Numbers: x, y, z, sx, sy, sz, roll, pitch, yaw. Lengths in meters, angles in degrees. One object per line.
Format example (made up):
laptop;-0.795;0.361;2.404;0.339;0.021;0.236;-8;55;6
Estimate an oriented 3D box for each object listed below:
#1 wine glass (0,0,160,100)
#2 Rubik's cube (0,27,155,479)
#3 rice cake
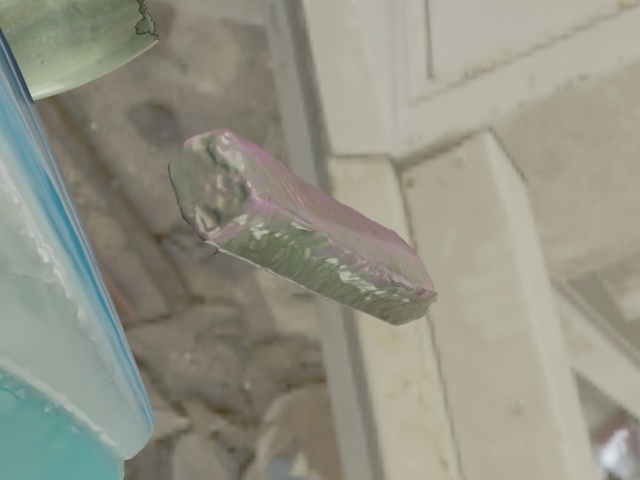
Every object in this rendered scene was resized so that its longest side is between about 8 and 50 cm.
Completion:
wine glass;-0.297;-0.172;1.187;0.310;0.096;0.264;-25;132;1
Rubik's cube;-0.290;-0.047;0.589;0.347;0.352;0.351;-25;141;-6
rice cake;0.000;0.000;0.711;0.036;0.047;0.207;-28;157;16
